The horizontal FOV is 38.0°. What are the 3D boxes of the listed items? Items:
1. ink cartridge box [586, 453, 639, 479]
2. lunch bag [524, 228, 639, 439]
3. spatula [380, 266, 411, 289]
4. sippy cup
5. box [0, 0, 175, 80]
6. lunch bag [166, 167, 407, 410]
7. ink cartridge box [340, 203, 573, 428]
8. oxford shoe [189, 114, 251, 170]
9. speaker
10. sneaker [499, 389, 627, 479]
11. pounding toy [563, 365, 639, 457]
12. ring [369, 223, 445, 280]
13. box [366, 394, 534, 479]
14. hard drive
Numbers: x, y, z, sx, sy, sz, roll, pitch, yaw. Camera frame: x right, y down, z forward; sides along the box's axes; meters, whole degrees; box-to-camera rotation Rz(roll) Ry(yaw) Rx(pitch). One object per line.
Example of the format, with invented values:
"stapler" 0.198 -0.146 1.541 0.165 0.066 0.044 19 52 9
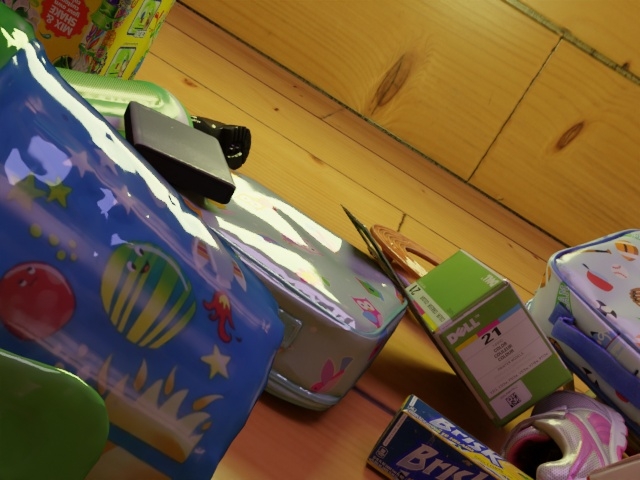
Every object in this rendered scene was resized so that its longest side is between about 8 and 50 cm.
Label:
"ink cartridge box" 0.338 0.279 0.747 0.237 0.100 0.172 23 50 -32
"lunch bag" 0.379 0.116 1.037 0.243 0.115 0.303 -16 48 -37
"spatula" 0.000 0.000 1.229 0.296 0.030 0.084 32 13 -22
"sippy cup" -0.150 0.035 0.474 0.224 0.240 0.305 38 35 -17
"box" -0.346 -0.340 1.160 0.290 0.279 0.177 31 14 0
"lunch bag" -0.066 0.031 0.854 0.279 0.108 0.224 34 16 8
"ink cartridge box" 0.139 0.051 1.001 0.255 0.097 0.189 55 1 -11
"oxford shoe" -0.186 -0.130 1.237 0.096 0.082 0.227 18 8 21
"speaker" -0.240 -0.107 0.915 0.131 0.131 0.296 36 15 14
"sneaker" 0.234 0.205 0.909 0.111 0.103 0.252 33 13 -4
"pounding toy" 0.375 0.245 1.144 0.269 0.155 0.154 50 -7 27
"ring" 0.203 0.086 1.339 0.337 0.032 0.336 34 10 -7
"box" 0.125 0.203 0.771 0.169 0.059 0.054 34 12 8
"hard drive" -0.129 -0.081 0.834 0.094 0.022 0.135 23 16 -22
